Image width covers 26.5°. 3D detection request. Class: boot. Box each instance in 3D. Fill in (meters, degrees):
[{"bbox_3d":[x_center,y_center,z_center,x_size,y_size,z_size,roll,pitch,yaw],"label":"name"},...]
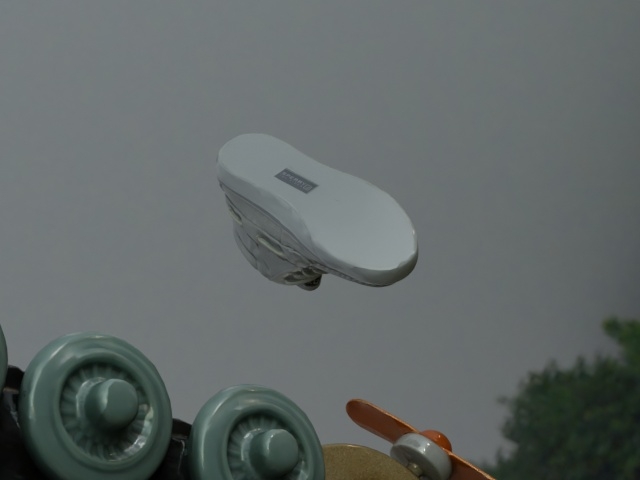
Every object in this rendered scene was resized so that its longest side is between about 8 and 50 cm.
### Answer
[{"bbox_3d":[0.000,0.000,1.296,0.095,0.258,0.123,-31,-45,-24],"label":"boot"}]

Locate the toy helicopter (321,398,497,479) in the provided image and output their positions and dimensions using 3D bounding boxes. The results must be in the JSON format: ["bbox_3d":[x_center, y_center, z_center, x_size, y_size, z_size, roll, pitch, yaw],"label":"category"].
[{"bbox_3d":[0.114,0.286,1.257,0.140,0.355,0.235,-43,29,55],"label":"toy helicopter"}]

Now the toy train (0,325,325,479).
[{"bbox_3d":[-0.132,0.142,0.615,0.142,0.334,0.190,-27,49,46],"label":"toy train"}]
